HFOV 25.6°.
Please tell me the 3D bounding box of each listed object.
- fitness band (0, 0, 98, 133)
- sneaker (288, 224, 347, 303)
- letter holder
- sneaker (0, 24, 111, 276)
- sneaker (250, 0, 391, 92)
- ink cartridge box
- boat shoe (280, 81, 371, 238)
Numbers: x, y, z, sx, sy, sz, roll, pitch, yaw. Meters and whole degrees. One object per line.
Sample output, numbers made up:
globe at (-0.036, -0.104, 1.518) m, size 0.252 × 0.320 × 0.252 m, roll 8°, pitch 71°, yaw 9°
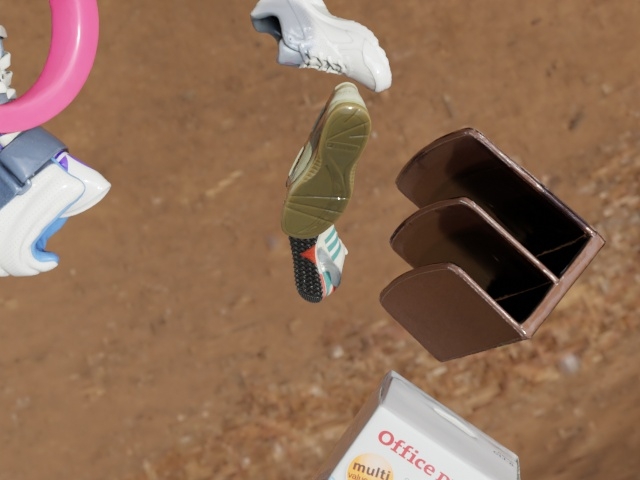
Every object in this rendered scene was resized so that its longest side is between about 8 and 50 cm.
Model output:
fitness band at (-0.298, -0.227, 1.223) m, size 0.054 × 0.209 × 0.291 m, roll 4°, pitch 134°, yaw 34°
sneaker at (0.000, 0.000, 1.924) m, size 0.057 × 0.161 × 0.075 m, roll 7°, pitch -161°, yaw 34°
letter holder at (0.159, 0.009, 1.676) m, size 0.152 × 0.214 × 0.302 m, roll -49°, pitch -176°, yaw -16°
sneaker at (-0.308, -0.124, 1.397) m, size 0.236 × 0.323 × 0.130 m, roll 16°, pitch -178°, yaw 0°
sneaker at (-0.005, -0.271, 2.000) m, size 0.115 × 0.232 × 0.090 m, roll -44°, pitch 162°, yaw -24°
ink cartridge box at (0.053, 0.212, 1.072) m, size 0.176 × 0.128 × 0.127 m, roll -57°, pitch 178°, yaw 9°
boat shoe at (0.003, -0.068, 1.252) m, size 0.056 × 0.048 × 0.153 m, roll 10°, pitch 127°, yaw -14°
